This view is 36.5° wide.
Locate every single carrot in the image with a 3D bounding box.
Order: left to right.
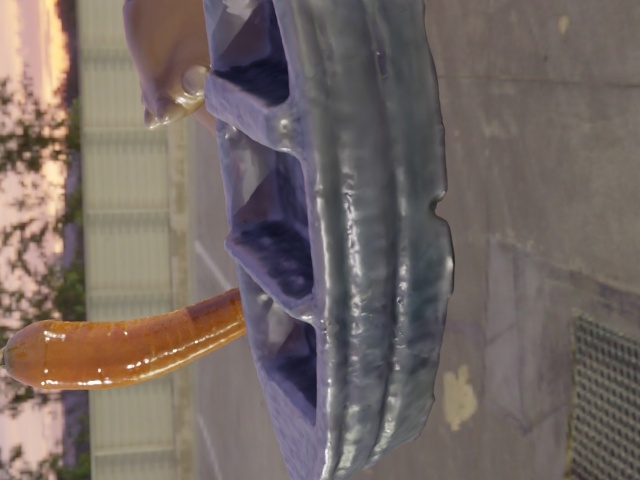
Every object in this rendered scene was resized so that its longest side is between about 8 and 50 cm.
[{"bbox_3d":[-0.136,0.082,0.811,0.066,0.271,0.062,-97,-3,-47],"label":"carrot"}]

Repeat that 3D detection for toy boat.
[{"bbox_3d":[0.000,0.000,0.469,0.127,0.078,0.283,34,135,57],"label":"toy boat"}]

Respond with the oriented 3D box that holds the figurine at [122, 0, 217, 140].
[{"bbox_3d":[-0.047,-0.124,0.698,0.173,0.177,0.247,-46,-62,-87],"label":"figurine"}]
